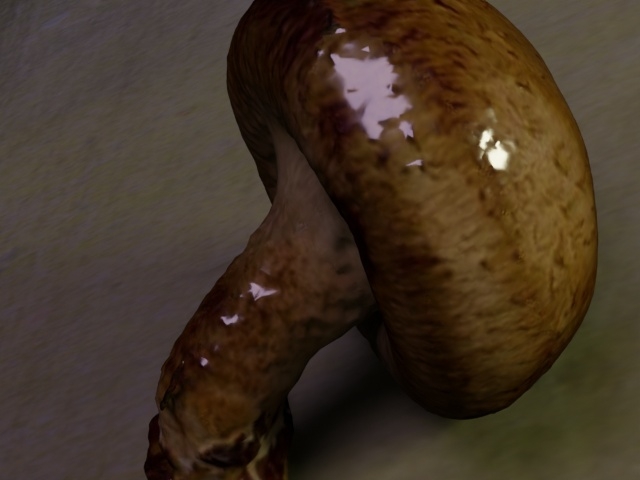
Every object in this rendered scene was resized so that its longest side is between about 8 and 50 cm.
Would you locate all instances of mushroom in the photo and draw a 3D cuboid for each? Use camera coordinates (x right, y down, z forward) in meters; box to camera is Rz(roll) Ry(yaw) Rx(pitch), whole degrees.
[{"bbox_3d":[0.003,-0.015,0.721,0.357,0.334,0.331,-16,39,8],"label":"mushroom"}]
